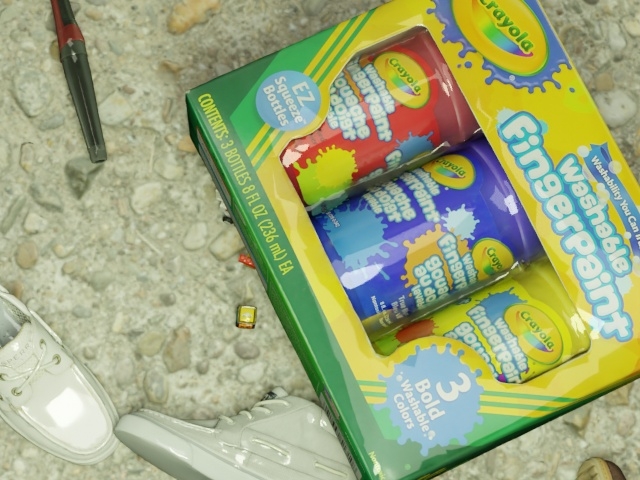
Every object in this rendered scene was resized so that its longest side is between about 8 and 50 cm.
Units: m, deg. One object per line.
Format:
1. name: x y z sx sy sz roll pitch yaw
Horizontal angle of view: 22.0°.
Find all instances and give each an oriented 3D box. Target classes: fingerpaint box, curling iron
1. fingerpaint box: 0.122 -0.013 1.669 0.371 0.163 0.445 -24 78 -8
2. curling iron: -0.285 -0.208 1.797 0.068 0.035 0.274 -21 80 -8

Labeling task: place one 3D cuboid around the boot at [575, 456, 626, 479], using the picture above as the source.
1. boot: 0.386 0.341 1.760 0.207 0.090 0.248 -7 77 -22

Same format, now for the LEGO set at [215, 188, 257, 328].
1. LEGO set: 0.000 0.000 1.781 0.244 0.060 0.182 -24 78 -13

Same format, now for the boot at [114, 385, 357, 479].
1. boot: -0.077 0.205 1.712 0.258 0.095 0.123 27 68 -10

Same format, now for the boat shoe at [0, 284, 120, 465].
1. boat shoe: -0.313 0.120 1.683 0.277 0.096 0.098 44 74 3
